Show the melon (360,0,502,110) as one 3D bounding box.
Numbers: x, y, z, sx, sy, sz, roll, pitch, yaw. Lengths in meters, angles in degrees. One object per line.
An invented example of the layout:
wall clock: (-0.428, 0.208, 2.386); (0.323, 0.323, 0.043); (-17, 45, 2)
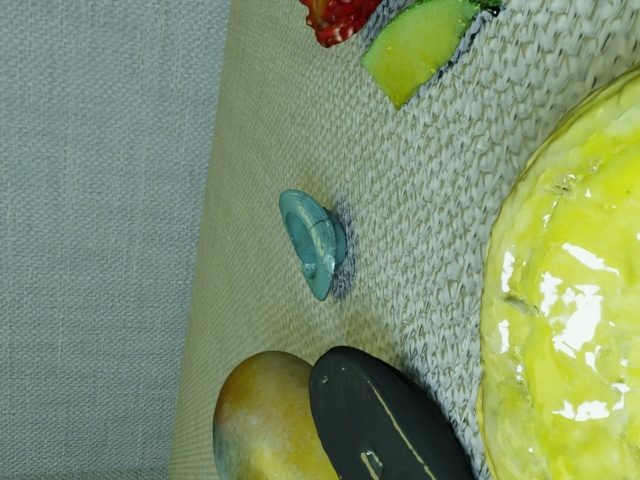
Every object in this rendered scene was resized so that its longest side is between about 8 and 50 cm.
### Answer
melon: (0.120, -0.230, 0.681); (0.261, 0.053, 0.114); (173, 93, -70)

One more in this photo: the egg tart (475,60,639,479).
egg tart: (0.205, 0.077, 0.255); (0.345, 0.132, 0.346); (-175, 90, -71)

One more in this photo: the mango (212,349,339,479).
mango: (-0.035, 0.301, 0.796); (0.384, 0.198, 0.222); (43, 120, 50)

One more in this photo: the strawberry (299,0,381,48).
strawberry: (0.060, -0.427, 0.773); (0.336, 0.149, 0.265); (103, 154, -51)

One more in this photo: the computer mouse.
computer mouse: (0.082, 0.228, 0.630); (0.270, 0.086, 0.138); (54, 128, 42)

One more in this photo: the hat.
hat: (0.000, 0.000, 0.932); (0.138, 0.077, 0.191); (120, 130, -66)
